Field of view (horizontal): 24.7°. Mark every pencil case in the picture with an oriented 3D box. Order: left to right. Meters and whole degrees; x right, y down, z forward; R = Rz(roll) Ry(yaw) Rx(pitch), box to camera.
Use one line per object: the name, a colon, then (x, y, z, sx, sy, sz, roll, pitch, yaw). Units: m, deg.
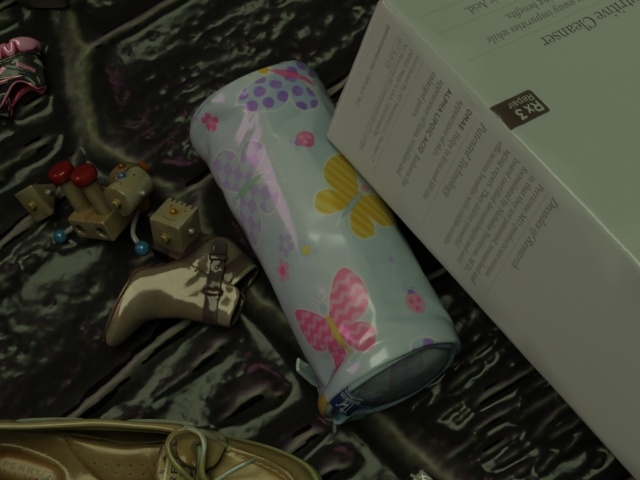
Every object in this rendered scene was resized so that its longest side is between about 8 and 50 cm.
pencil case: (0.000, 0.000, 1.100, 0.113, 0.124, 0.273, -12, 66, -35)

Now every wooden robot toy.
wooden robot toy: (-0.160, -0.043, 1.161, 0.173, 0.076, 0.079, 7, 42, 36)

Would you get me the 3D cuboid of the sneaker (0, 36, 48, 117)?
sneaker: (-0.284, -0.125, 1.231, 0.119, 0.047, 0.057, -24, 81, 3)

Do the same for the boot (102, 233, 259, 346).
boot: (-0.106, 0.046, 1.141, 0.087, 0.042, 0.118, 25, 79, 15)

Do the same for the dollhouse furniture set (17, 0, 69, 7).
dollhouse furniture set: (-0.145, -0.326, 1.136, 0.303, 0.286, 0.198, 2, 73, 24)

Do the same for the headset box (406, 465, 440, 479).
headset box: (0.062, 0.208, 1.046, 0.032, 0.062, 0.083, 29, 79, 18)

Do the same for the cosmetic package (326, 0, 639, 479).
cosmetic package: (0.212, -0.025, 1.006, 0.217, 0.156, 0.385, -29, 66, -33)

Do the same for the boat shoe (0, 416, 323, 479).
boat shoe: (-0.140, 0.183, 1.077, 0.285, 0.089, 0.104, 3, 72, 11)
